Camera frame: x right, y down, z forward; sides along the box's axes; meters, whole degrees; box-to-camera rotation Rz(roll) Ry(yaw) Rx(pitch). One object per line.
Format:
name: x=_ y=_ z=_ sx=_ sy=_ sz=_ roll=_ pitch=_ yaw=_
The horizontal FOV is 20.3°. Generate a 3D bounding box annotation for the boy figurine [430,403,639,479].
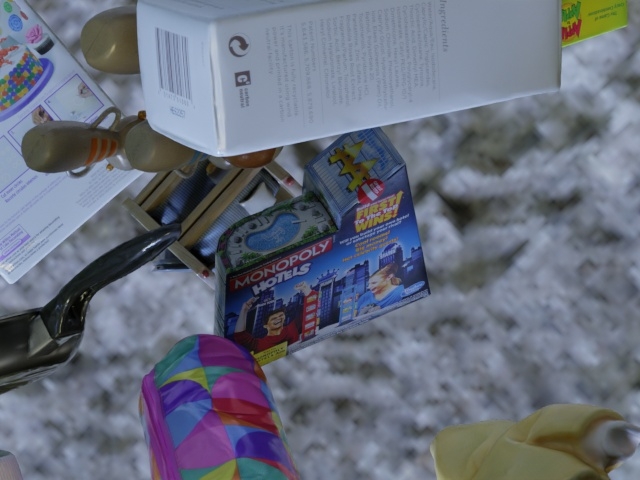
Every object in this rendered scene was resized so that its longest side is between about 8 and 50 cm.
boy figurine: x=0.121 y=0.172 z=1.001 sx=0.177 sy=0.092 sz=0.285 roll=-62 pitch=-167 yaw=1

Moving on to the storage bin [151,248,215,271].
storage bin: x=-0.141 y=-0.007 z=2.216 sx=0.098 sy=0.135 sz=0.091 roll=170 pitch=-80 yaw=-75

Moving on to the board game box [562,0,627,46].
board game box: x=0.172 y=-0.192 z=1.549 sx=0.181 sy=0.043 sz=0.092 roll=-20 pitch=-156 yaw=-36

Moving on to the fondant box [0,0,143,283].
fondant box: x=-0.389 y=-0.150 z=2.118 sx=0.238 sy=0.330 sz=0.096 roll=-40 pitch=-159 yaw=-2

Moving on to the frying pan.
frying pan: x=-0.203 y=0.068 z=1.302 sx=0.326 sy=0.053 sz=0.197 roll=-21 pitch=173 yaw=17

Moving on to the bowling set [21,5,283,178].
bowling set: x=-0.078 y=-0.113 z=1.349 sx=0.154 sy=0.200 sz=0.287 roll=-8 pitch=138 yaw=-52

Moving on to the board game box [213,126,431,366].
board game box: x=0.000 y=0.000 z=1.376 sx=0.194 sy=0.060 sz=0.194 roll=-22 pitch=146 yaw=-20

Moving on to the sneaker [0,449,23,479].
sneaker: x=-0.268 y=0.177 z=1.253 sx=0.134 sy=0.070 sz=0.051 roll=-8 pitch=-172 yaw=11

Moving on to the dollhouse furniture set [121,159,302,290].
dollhouse furniture set: x=-0.070 y=-0.011 z=1.741 sx=0.129 sy=0.183 sz=0.129 roll=-48 pitch=-125 yaw=-2

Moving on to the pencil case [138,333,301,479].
pencil case: x=-0.065 y=0.154 z=1.183 sx=0.104 sy=0.104 sz=0.236 roll=-43 pitch=-155 yaw=9

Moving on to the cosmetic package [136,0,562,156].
cosmetic package: x=0.018 y=-0.116 z=1.061 sx=0.231 sy=0.085 sz=0.117 roll=-11 pitch=-162 yaw=-24
